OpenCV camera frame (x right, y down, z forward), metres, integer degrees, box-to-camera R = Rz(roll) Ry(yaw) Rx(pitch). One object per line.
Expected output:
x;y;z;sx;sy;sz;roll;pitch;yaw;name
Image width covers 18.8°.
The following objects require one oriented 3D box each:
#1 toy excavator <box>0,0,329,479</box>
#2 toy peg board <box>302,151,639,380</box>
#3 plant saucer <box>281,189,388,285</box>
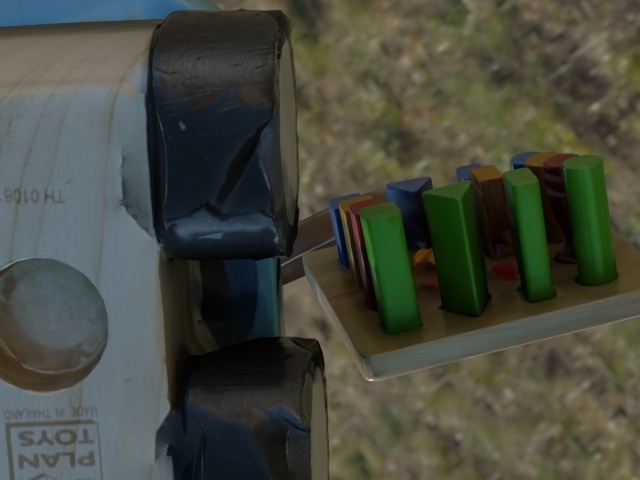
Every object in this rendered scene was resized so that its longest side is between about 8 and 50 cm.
-0.097;0.070;1.002;0.445;0.222;0.433;-70;-23;-78;toy excavator
0.078;-0.008;1.017;0.160;0.161;0.079;-122;20;-68;toy peg board
0.000;0.000;1.549;0.029;0.168;0.168;65;155;7;plant saucer
